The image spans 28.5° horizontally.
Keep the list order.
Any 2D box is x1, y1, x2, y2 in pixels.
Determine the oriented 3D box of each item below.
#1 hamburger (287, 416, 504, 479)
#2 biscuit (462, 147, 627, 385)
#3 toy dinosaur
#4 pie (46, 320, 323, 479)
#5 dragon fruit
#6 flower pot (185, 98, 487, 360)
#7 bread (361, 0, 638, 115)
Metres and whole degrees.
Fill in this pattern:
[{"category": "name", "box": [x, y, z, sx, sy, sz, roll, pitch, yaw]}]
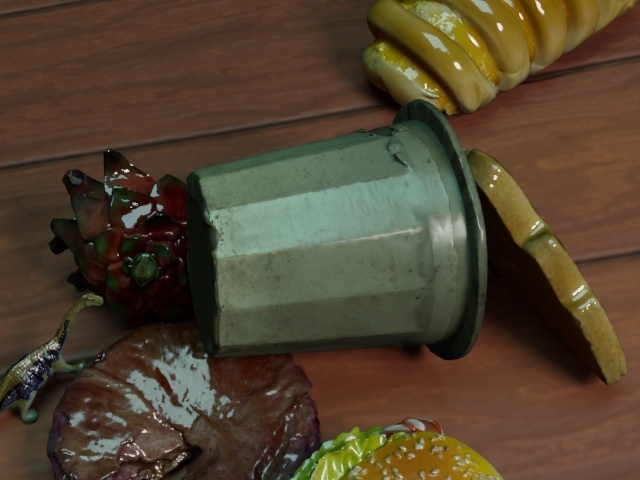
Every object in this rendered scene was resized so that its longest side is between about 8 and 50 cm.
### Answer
[{"category": "hamburger", "box": [0.037, 0.222, 0.873, 0.210, 0.116, 0.173, -32, 57, -22]}, {"category": "biscuit", "box": [0.171, 0.013, 1.018, 0.041, 0.212, 0.239, -38, 82, -6]}, {"category": "toy dinosaur", "box": [-0.238, 0.116, 1.035, 0.180, 0.058, 0.037, -49, 44, -9]}, {"category": "pie", "box": [-0.105, 0.150, 0.987, 0.218, 0.054, 0.204, 8, 50, 11]}, {"category": "dragon fruit", "box": [-0.157, 0.003, 1.078, 0.130, 0.121, 0.142, -44, 71, -8]}, {"category": "flower pot", "box": [0.000, 0.000, 0.991, 0.202, 0.212, 0.212, -5, 48, -13]}, {"category": "bread", "box": [0.181, -0.241, 1.272, 0.311, 0.121, 0.173, -36, 56, -24]}]
